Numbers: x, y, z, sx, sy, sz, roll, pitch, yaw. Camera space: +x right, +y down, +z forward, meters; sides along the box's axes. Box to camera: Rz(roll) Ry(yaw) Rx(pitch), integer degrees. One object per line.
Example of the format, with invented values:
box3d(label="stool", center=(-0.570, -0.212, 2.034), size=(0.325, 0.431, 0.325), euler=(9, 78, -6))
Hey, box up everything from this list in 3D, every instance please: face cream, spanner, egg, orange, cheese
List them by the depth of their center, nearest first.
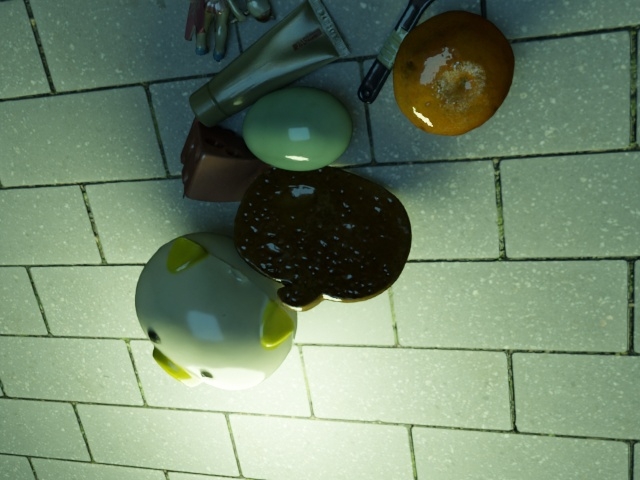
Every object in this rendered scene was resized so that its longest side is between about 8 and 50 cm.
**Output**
box3d(label="orange", center=(0.238, -0.303, 1.285), size=(0.224, 0.170, 0.224), euler=(-1, 121, -2))
box3d(label="spanner", center=(0.152, -0.399, 1.356), size=(0.087, 0.024, 0.315), euler=(35, 122, 4))
box3d(label="egg", center=(-0.047, -0.223, 1.422), size=(0.231, 0.168, 0.167), euler=(2, 114, 22))
box3d(label="face cream", center=(-0.115, -0.350, 1.446), size=(0.341, 0.084, 0.137), euler=(-29, 92, 21))
box3d(label="cheese", center=(-0.201, -0.160, 1.545), size=(0.177, 0.203, 0.128), euler=(15, 118, -22))

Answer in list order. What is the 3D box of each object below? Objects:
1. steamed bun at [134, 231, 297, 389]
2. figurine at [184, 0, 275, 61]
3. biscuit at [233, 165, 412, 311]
box3d(label="steamed bun", center=(-0.230, 0.156, 1.580), size=(0.374, 0.334, 0.334), euler=(34, 120, 0))
box3d(label="figurine", center=(-0.192, -0.472, 1.398), size=(0.205, 0.103, 0.260), euler=(23, 129, 11))
box3d(label="biscuit", center=(0.000, 0.000, 1.479), size=(0.368, 0.063, 0.314), euler=(19, 82, 5))
